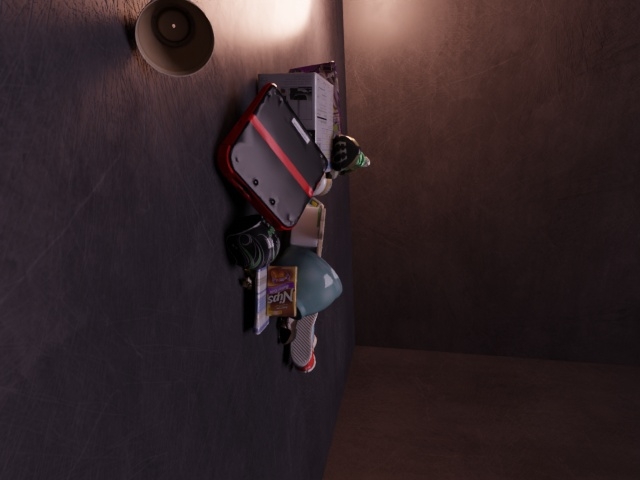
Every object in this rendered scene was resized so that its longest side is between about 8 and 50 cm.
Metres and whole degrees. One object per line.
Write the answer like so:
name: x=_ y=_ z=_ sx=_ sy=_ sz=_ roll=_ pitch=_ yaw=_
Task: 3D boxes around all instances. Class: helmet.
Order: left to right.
helmet: x=-0.214 y=0.014 z=1.563 sx=0.169 sy=0.169 sz=0.162 roll=-69 pitch=140 yaw=-57

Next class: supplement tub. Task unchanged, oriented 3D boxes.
supplement tub: x=-0.030 y=-0.289 z=2.356 sx=0.199 sy=0.144 sz=0.145 roll=-22 pitch=113 yaw=-77

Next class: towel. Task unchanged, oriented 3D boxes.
towel: x=-0.217 y=0.186 z=1.764 sx=0.209 sy=0.034 sz=0.285 roll=-43 pitch=134 yaw=-85

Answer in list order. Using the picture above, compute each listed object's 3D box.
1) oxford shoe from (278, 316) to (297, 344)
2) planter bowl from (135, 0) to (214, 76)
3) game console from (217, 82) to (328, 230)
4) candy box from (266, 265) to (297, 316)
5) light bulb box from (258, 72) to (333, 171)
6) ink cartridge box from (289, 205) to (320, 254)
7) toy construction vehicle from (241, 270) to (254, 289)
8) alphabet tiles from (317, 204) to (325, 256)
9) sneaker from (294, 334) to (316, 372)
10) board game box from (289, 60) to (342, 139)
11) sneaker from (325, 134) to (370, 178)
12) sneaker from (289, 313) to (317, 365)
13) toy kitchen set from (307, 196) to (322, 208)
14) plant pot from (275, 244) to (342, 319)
oxford shoe: x=-0.141 y=0.340 z=2.087 sx=0.096 sy=0.082 sz=0.228 roll=-15 pitch=105 yaw=-73
planter bowl: x=-0.317 y=-0.455 z=1.054 sx=0.109 sy=0.161 sz=0.162 roll=-114 pitch=-169 yaw=-49
game console: x=-0.142 y=-0.257 z=1.580 sx=0.387 sy=0.060 sz=0.342 roll=50 pitch=56 yaw=-41
candy box: x=-0.143 y=0.188 z=1.805 sx=0.053 sy=0.109 sz=0.187 roll=38 pitch=52 yaw=-85
light bulb box: x=-0.084 y=-0.447 z=1.902 sx=0.358 sy=0.225 sz=0.362 roll=-39 pitch=131 yaw=-74
ink cartridge box: x=-0.071 y=0.011 z=2.116 sx=0.278 sy=0.116 sz=0.202 roll=97 pitch=-2 yaw=-56
toy construction vehicle: x=-0.254 y=0.118 z=1.665 sx=0.098 sy=0.035 sz=0.086 roll=72 pitch=12 yaw=-64
alphabet tiles: x=0.000 y=0.000 z=2.078 sx=0.284 sy=0.021 sz=0.278 roll=97 pitch=-1 yaw=-52
sneaker: x=-0.082 y=0.523 z=2.366 sx=0.279 sy=0.107 sz=0.119 roll=-89 pitch=169 yaw=-57
board game box: x=-0.020 y=-0.599 z=2.127 sx=0.056 sy=0.208 sz=0.347 roll=16 pitch=68 yaw=-74
sneaker: x=0.137 y=-0.367 z=2.118 sx=0.410 sy=0.181 sz=0.158 roll=-178 pitch=-95 yaw=-79
sneaker: x=-0.092 y=0.414 z=2.278 sx=0.150 sy=0.135 sz=0.366 roll=111 pitch=-11 yaw=-65
toy kitchen set: x=-0.066 y=-0.170 z=2.253 sx=0.166 sy=0.122 sz=0.207 roll=-58 pitch=178 yaw=-23
plant pot: x=-0.086 y=0.194 z=1.947 sx=0.196 sy=0.292 sz=0.293 roll=-49 pitch=147 yaw=-28
